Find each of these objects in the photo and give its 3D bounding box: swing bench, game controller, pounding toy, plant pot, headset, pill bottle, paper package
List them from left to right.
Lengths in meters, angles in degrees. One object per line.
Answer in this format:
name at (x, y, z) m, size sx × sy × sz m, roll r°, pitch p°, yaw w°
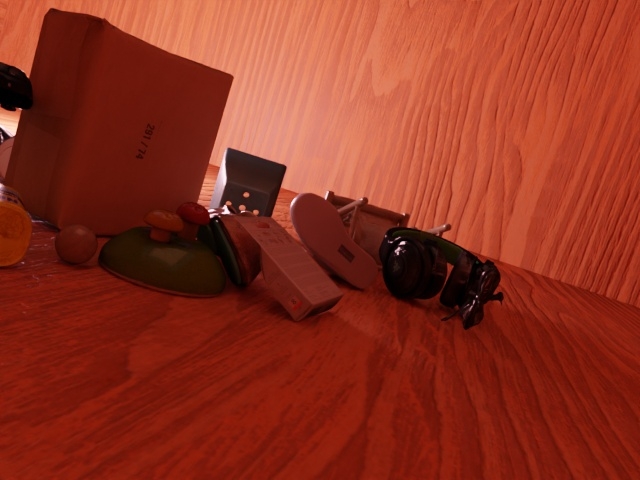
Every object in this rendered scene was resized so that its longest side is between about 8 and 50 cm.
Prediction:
game controller at (-0.559, -0.239, 0.887) m, size 0.319 × 0.067 × 0.166 m, roll 15°, pitch -8°, yaw -27°
pill bottle at (-0.574, -0.156, 1.263) m, size 0.094 × 0.094 × 0.169 m, roll 15°, pitch 8°, yaw -21°
paper package at (-0.334, -0.180, 1.114) m, size 0.168 × 0.325 × 0.309 m, roll 23°, pitch 9°, yaw 30°
pounding toy at (-0.237, -0.009, 0.928) m, size 0.236 × 0.110 × 0.183 m, roll 16°, pitch 8°, yaw -15°
plant pot at (-0.185, -0.110, 1.605) m, size 0.165 × 0.166 × 0.234 m, roll 17°, pitch 16°, yaw -7°
swing bench at (0.147, -0.010, 1.651) m, size 0.253 × 0.165 × 0.254 m, roll 14°, pitch 3°, yaw -20°
headset at (0.263, 0.053, 1.349) m, size 0.243 × 0.185 × 0.394 m, roll 16°, pitch 22°, yaw -12°

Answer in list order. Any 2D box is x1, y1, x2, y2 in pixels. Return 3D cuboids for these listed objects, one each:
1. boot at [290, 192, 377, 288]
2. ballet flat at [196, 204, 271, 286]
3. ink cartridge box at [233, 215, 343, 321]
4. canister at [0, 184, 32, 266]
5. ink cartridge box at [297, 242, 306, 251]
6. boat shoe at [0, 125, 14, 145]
boot at (0.000, 0.000, 1.285) m, size 0.123 × 0.095 × 0.258 m, roll 16°, pitch -28°, yaw 52°
ballet flat at (-0.137, -0.009, 1.104) m, size 0.106 × 0.108 × 0.316 m, roll -19°, pitch 22°, yaw -18°
ink cartridge box at (-0.057, 0.039, 0.998) m, size 0.179 × 0.045 × 0.145 m, roll 45°, pitch 15°, yaw 13°
canister at (-0.425, -0.031, 0.799) m, size 0.126 × 0.073 × 0.170 m, roll 14°, pitch 7°, yaw -29°
ink cartridge box at (-0.100, 0.018, 1.267) m, size 0.122 × 0.052 × 0.088 m, roll 17°, pitch 7°, yaw -21°
boat shoe at (-0.689, -0.206, 1.300) m, size 0.102 × 0.108 × 0.301 m, roll 22°, pitch -6°, yaw -1°
